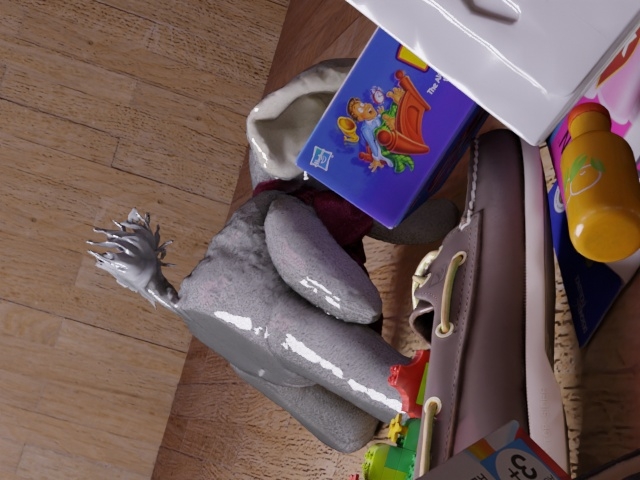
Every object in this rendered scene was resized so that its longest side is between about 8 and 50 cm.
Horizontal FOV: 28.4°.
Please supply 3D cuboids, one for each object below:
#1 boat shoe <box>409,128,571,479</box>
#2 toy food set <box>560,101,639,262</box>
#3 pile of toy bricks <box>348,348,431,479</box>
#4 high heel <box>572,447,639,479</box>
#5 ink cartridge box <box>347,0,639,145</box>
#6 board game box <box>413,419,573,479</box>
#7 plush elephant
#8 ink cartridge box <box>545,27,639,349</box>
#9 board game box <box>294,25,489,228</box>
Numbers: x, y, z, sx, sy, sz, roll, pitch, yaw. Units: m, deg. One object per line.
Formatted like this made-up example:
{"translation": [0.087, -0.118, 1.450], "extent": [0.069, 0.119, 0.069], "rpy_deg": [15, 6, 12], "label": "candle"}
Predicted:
{"translation": [0.104, 0.054, 0.808], "extent": [0.116, 0.096, 0.324], "rpy_deg": [70, -161, -52], "label": "boat shoe"}
{"translation": [0.209, -0.094, 0.617], "extent": [0.104, 0.111, 0.232], "rpy_deg": [-87, 16, -48], "label": "toy food set"}
{"translation": [0.068, 0.173, 0.875], "extent": [0.118, 0.105, 0.212], "rpy_deg": [156, 130, -74], "label": "pile of toy bricks"}
{"translation": [0.153, 0.047, 0.493], "extent": [0.093, 0.186, 0.261], "rpy_deg": [126, 158, -59], "label": "high heel"}
{"translation": [0.114, -0.153, 0.630], "extent": [0.127, 0.128, 0.176], "rpy_deg": [-54, -4, 32], "label": "ink cartridge box"}
{"translation": [0.079, 0.211, 0.337], "extent": [0.142, 0.275, 0.144], "rpy_deg": [-20, -34, -45], "label": "board game box"}
{"translation": [0.000, 0.000, 1.112], "extent": [0.255, 0.330, 0.272], "rpy_deg": [-57, -1, -20], "label": "plush elephant"}
{"translation": [0.212, -0.125, 0.780], "extent": [0.176, 0.069, 0.371], "rpy_deg": [-90, 19, -55], "label": "ink cartridge box"}
{"translation": [0.128, -0.185, 0.854], "extent": [0.347, 0.078, 0.233], "rpy_deg": [-58, -6, 14], "label": "board game box"}
